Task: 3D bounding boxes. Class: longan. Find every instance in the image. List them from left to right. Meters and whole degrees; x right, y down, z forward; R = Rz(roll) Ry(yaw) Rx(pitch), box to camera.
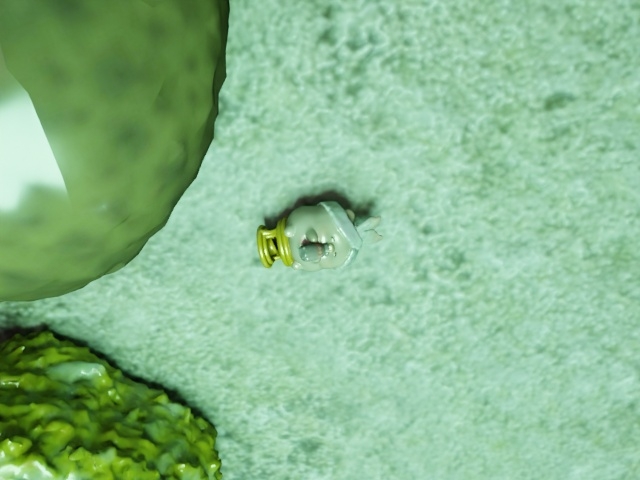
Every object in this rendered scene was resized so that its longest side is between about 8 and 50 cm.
[{"bbox_3d":[-0.247,-0.150,0.520,0.391,0.391,0.391,0,112,1],"label":"longan"}]

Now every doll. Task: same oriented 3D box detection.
[{"bbox_3d":[0.000,0.000,0.724,0.127,0.084,0.073,-9,106,10],"label":"doll"}]

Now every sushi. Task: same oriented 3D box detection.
[{"bbox_3d":[-0.292,0.336,0.774,0.351,0.240,0.396,27,106,-11],"label":"sushi"}]
